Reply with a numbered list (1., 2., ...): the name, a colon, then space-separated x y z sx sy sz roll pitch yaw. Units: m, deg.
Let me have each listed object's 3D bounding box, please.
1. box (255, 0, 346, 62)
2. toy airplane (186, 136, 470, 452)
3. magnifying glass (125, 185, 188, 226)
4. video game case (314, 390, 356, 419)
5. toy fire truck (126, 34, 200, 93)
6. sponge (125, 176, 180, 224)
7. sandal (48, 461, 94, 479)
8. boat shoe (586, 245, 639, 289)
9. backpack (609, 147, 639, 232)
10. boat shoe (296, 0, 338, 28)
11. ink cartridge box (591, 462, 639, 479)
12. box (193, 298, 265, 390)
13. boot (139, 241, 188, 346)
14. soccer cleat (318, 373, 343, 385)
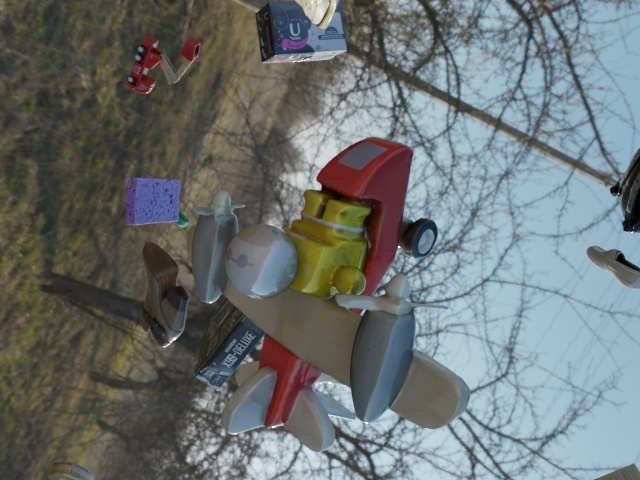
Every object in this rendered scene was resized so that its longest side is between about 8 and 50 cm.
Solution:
1. box: -0.060 -0.654 1.831 0.142 0.247 0.164 -167 -112 -67
2. toy airplane: -0.033 0.075 0.745 0.386 0.272 0.385 -23 -121 25
3. magnifying glass: -0.455 -0.097 1.633 0.026 0.092 0.231 -46 146 3
4. video game case: 0.006 0.430 1.543 0.119 0.166 0.015 27 -90 45
5. toy fire truck: -0.394 -0.439 1.458 0.192 0.135 0.047 -57 -170 31
6. sponge: -0.430 -0.103 1.507 0.210 0.031 0.117 -17 113 -74
7. sandal: -0.416 0.484 1.049 0.240 0.088 0.079 67 21 -45
8. boat shoe: 0.792 0.057 1.562 0.184 0.066 0.063 -114 -150 -55
9. backpack: 0.630 -0.109 1.070 0.158 0.116 0.173 -71 171 -51
10. boat shoe: -0.005 -0.479 1.064 0.302 0.103 0.113 -161 -89 -83
11. ink cartridge box: 0.578 0.544 1.154 0.175 0.072 0.127 -29 -140 12
12. box: -0.216 0.213 1.542 0.242 0.076 0.307 -51 -166 14
13. boot: -0.207 0.072 0.735 0.118 0.042 0.087 52 -56 31
14. soccer cleat: -0.001 0.302 1.330 0.068 0.196 0.076 104 11 -70
